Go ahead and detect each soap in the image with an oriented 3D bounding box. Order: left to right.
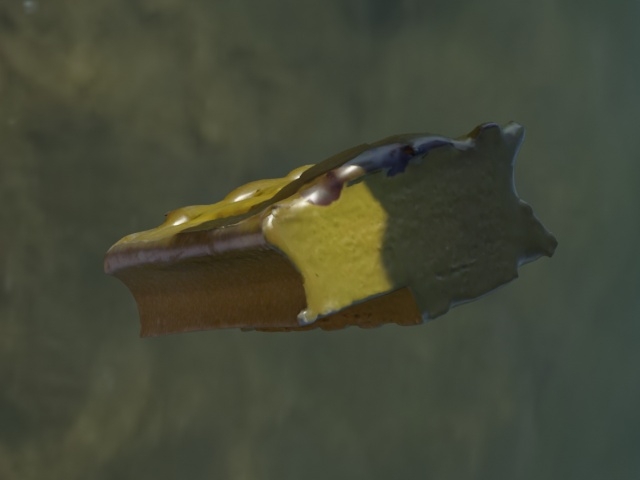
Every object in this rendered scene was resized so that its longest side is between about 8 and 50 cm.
[{"bbox_3d":[0.000,0.000,1.487,0.259,0.281,0.143,-19,97,-31],"label":"soap"}]
